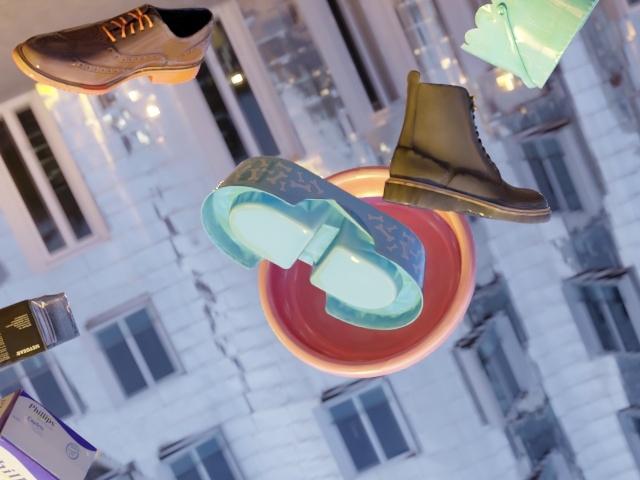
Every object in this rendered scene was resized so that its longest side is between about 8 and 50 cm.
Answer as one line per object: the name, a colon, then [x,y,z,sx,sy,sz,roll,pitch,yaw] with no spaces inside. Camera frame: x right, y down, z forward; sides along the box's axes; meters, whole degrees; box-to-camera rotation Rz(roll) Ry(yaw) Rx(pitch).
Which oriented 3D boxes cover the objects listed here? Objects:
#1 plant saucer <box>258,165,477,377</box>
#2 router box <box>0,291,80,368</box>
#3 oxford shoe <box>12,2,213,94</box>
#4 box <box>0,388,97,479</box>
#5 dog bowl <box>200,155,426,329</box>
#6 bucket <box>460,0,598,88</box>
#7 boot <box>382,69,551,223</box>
plant saucer: [0.074,0.051,1.653,0.332,0.332,0.084,-23,152,6]
router box: [-0.529,0.167,1.603,0.309,0.081,0.243,-20,-179,-1]
oxford shoe: [-0.244,-0.245,1.323,0.271,0.097,0.098,-19,152,-47]
box: [-0.363,0.259,1.311,0.137,0.126,0.072,-27,-150,34]
dog bowl: [0.000,0.000,1.356,0.074,0.297,0.166,-64,-174,-36]
bucket: [0.424,-0.447,2.170,0.281,0.183,0.281,-56,173,-10]
boot: [0.166,-0.092,1.143,0.198,0.137,0.077,8,-179,-31]
